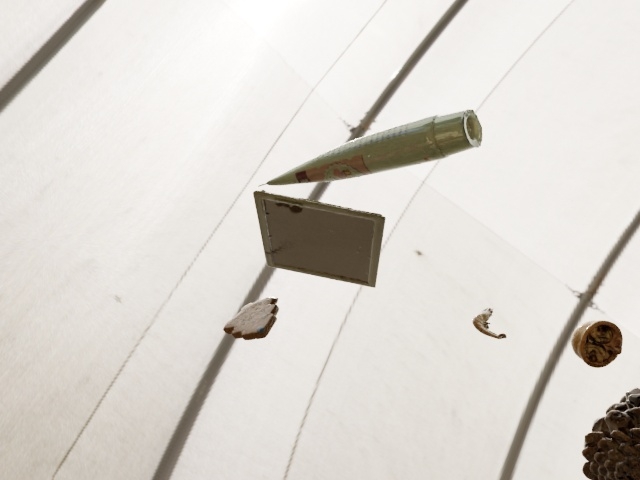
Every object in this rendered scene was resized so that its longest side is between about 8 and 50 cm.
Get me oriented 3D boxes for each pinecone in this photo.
[{"bbox_3d":[0.629,0.401,1.343,0.272,0.224,0.224,-26,-80,-38],"label":"pinecone"}]

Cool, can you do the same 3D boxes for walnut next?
[{"bbox_3d":[0.514,0.189,1.332,0.121,0.052,0.091,20,-86,-32],"label":"walnut"}]

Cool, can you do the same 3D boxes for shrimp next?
[{"bbox_3d":[0.383,0.188,1.575,0.083,0.114,0.023,36,-59,15],"label":"shrimp"}]

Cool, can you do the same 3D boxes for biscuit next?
[{"bbox_3d":[-0.121,0.146,1.305,0.119,0.130,0.019,-34,-65,-9],"label":"biscuit"}]

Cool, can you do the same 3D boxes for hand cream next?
[{"bbox_3d":[0.058,-0.117,0.959,0.085,0.331,0.058,-26,-76,-51],"label":"hand cream"}]

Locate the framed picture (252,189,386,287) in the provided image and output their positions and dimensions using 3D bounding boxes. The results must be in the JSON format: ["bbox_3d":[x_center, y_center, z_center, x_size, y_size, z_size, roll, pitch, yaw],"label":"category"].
[{"bbox_3d":[0.000,0.000,1.309,0.232,0.296,0.019,12,-116,6],"label":"framed picture"}]
